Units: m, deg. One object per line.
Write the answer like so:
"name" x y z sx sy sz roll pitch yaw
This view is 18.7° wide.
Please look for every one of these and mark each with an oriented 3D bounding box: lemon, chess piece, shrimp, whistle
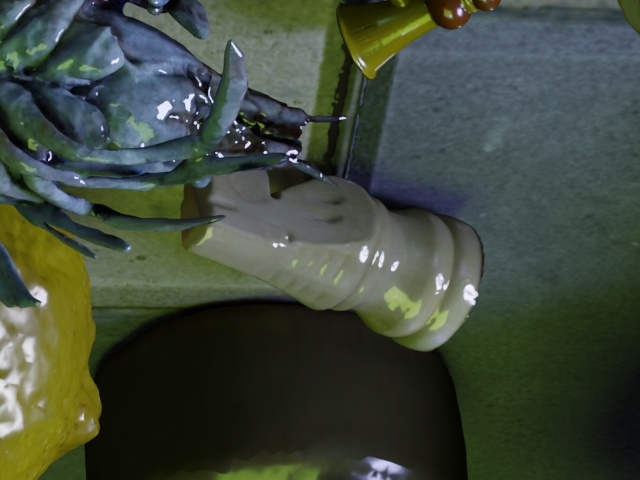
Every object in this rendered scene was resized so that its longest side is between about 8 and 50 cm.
"lemon" -0.283 0.058 1.131 0.322 0.268 0.268 13 143 -19
"chess piece" 0.000 0.000 1.212 0.200 0.090 0.090 21 140 -32
"shrimp" -0.172 -0.087 0.914 0.411 0.221 0.166 12 -176 -11
"whistle" 0.060 -0.139 1.066 0.109 0.057 0.046 -29 -175 20

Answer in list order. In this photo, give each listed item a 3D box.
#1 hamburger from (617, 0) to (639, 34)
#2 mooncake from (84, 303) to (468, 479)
"hamburger" 0.232 -0.167 0.966 0.173 0.116 0.210 -10 143 -5
"mooncake" -0.031 0.177 1.424 0.284 0.155 0.284 -4 146 -2
